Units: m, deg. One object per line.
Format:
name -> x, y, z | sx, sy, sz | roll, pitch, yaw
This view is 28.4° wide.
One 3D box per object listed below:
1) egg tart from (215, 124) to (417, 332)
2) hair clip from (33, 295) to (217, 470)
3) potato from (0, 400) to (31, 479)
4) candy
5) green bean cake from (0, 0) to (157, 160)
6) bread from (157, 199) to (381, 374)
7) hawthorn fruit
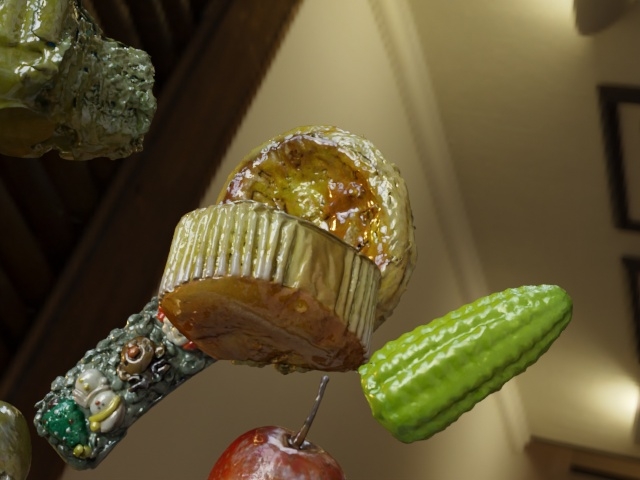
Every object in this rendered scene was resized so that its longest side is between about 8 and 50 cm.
egg tart -> 0.000, 0.000, 1.566 | 0.115, 0.290, 0.290 | 19, -99, -61
hair clip -> -0.264, 0.183, 1.752 | 0.321, 0.138, 0.091 | -42, -10, 1
potato -> -0.518, 0.278, 1.673 | 0.218, 0.351, 0.203 | -15, -73, -47
candy -> 0.138, 0.104, 1.160 | 0.097, 0.209, 0.097 | 59, -177, -6
green bean cake -> -0.358, -0.220, 1.669 | 0.310, 0.285, 0.202 | 108, 170, -71
bread -> -0.054, 0.064, 1.373 | 0.250, 0.179, 0.133 | 33, -129, -37
hawthorn fruit -> -0.076, 0.390, 1.884 | 0.235, 0.231, 0.263 | -70, -36, -61
